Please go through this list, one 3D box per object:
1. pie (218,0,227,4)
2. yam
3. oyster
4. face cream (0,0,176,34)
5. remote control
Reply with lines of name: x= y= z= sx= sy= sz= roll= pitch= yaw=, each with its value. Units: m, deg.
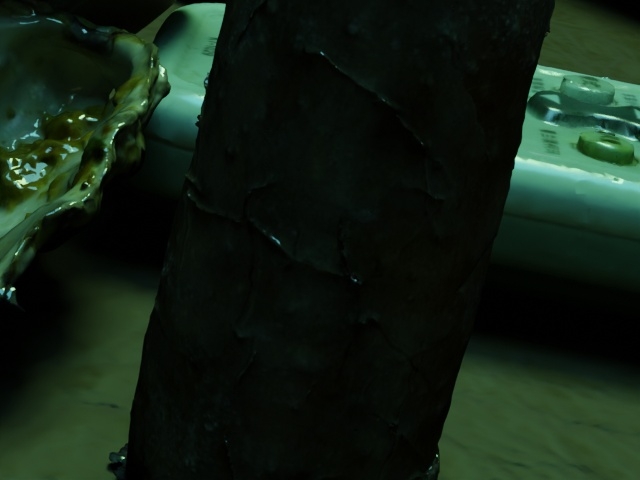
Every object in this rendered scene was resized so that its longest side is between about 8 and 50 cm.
pie: x=-0.020 y=-0.143 z=0.870 sx=0.153 sy=0.038 sz=0.153 roll=12 pitch=24 yaw=-5
yam: x=0.002 y=0.000 z=0.391 sx=0.079 sy=0.141 sz=0.079 roll=11 pitch=17 yaw=-3
oyster: x=-0.100 y=-0.013 z=0.457 sx=0.105 sy=0.056 sz=0.177 roll=-4 pitch=36 yaw=21
face cream: x=-0.118 y=-0.116 z=0.546 sx=0.149 sy=0.149 sz=0.104 roll=-16 pitch=74 yaw=-49
remote control: x=0.103 y=-0.012 z=0.569 sx=0.335 sy=0.065 sz=0.128 roll=11 pitch=20 yaw=-1
